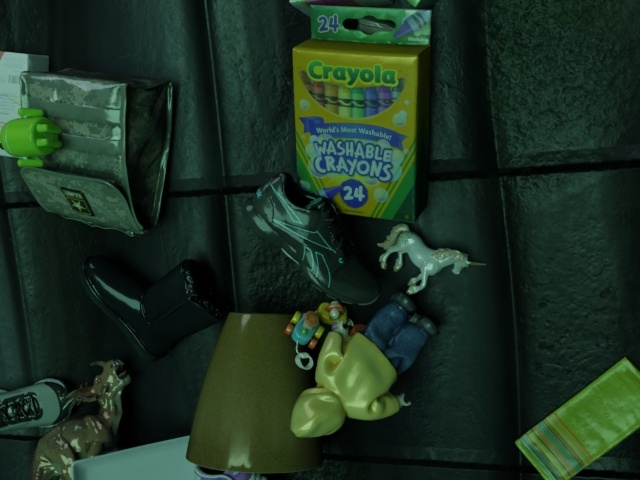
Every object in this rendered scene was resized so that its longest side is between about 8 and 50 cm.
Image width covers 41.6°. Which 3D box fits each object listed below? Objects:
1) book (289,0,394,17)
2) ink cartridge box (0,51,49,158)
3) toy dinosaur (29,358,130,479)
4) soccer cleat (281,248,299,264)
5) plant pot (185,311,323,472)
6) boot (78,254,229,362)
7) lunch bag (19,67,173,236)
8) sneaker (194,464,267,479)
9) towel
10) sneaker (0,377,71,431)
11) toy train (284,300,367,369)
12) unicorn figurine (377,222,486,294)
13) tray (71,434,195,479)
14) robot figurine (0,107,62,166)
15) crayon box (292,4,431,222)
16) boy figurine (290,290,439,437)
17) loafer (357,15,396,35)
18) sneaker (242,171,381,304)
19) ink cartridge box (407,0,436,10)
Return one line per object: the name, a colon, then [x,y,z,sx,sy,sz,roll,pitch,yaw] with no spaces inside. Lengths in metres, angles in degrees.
book: [0.035,-0.387,1.344,0.144,0.096,0.035,-1,95,21]
ink cartridge box: [-0.594,-0.264,1.631,0.115,0.067,0.198,10,101,20]
toy dinosaur: [-0.472,0.380,1.624,0.296,0.127,0.200,-34,81,-20]
soccer cleat: [-0.013,0.028,1.447,0.196,0.076,0.068,41,111,10]
plant pot: [-0.108,0.253,1.460,0.237,0.237,0.254,1,87,21]
boot: [-0.307,0.086,1.562,0.207,0.094,0.246,-36,92,27]
lunch bag: [-0.408,-0.157,1.525,0.235,0.169,0.286,12,108,23]
sneaker: [-0.108,0.467,1.517,0.282,0.102,0.161,10,131,19]
towel: [0.431,0.296,1.349,0.102,0.021,0.237,47,112,7]
sneaker: [-0.627,0.352,1.732,0.272,0.108,0.100,-13,93,22]
toy train: [0.024,0.155,1.423,0.125,0.166,0.046,62,143,26]
unicorn figurine: [0.170,0.033,1.384,0.162,0.060,0.111,41,112,10]
tray: [-0.332,0.448,1.578,0.030,0.271,0.145,15,108,58]
robot figurine: [-0.495,-0.176,1.432,0.115,0.067,0.101,0,92,26]
crayon box: [0.065,-0.199,1.332,0.203,0.083,0.322,8,116,20]
boy figurine: [0.068,0.219,1.363,0.177,0.092,0.285,44,78,-3]
loafer: [0.115,-0.330,1.357,0.125,0.045,0.039,24,124,23]
sneaker: [0.000,0.000,1.354,0.267,0.101,0.106,38,116,-5]
ink cartridge box: [0.126,-0.485,1.293,0.219,0.092,0.160,43,111,9]
